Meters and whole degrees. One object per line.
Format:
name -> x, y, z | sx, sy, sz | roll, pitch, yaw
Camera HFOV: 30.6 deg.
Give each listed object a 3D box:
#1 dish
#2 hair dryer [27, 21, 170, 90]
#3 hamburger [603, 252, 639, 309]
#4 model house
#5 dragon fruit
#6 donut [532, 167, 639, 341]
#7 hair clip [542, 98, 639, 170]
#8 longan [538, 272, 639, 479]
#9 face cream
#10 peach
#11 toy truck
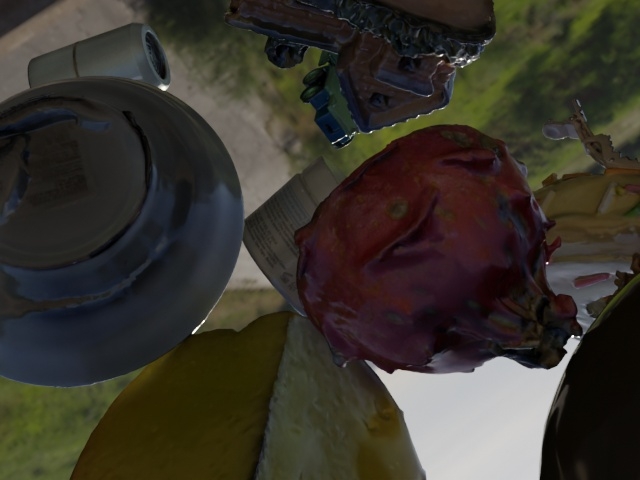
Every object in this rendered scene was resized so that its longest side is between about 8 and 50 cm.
dish -> -0.226, -0.034, 1.038 | 0.316, 0.316, 0.106 | -34, 158, -10
hair dryer -> -0.270, -0.209, 1.721 | 0.173, 0.108, 0.357 | -16, 169, 11
hamburger -> 0.366, 0.075, 0.832 | 0.318, 0.319, 0.158 | -35, 170, -4
model house -> 0.025, -0.180, 0.893 | 0.172, 0.182, 0.167 | 121, -15, -56
dragon fruit -> 0.070, 0.025, 0.605 | 0.153, 0.111, 0.153 | -19, 130, -24
donut -> 0.386, 0.026, 1.575 | 0.371, 0.307, 0.150 | 82, 18, -67
hair clip -> 0.389, -0.128, 1.645 | 0.072, 0.034, 0.226 | -33, -142, 1
longan -> 0.279, 0.147, 0.556 | 0.361, 0.361, 0.361 | -35, 175, -4
face cream -> 0.000, 0.000, 1.554 | 0.153, 0.177, 0.177 | -39, 174, 10
peach -> -0.054, 0.286, 0.990 | 0.242, 0.306, 0.380 | -24, -138, 26
toy truck -> 0.034, -0.156, 1.067 | 0.081, 0.067, 0.175 | -24, -151, 25
